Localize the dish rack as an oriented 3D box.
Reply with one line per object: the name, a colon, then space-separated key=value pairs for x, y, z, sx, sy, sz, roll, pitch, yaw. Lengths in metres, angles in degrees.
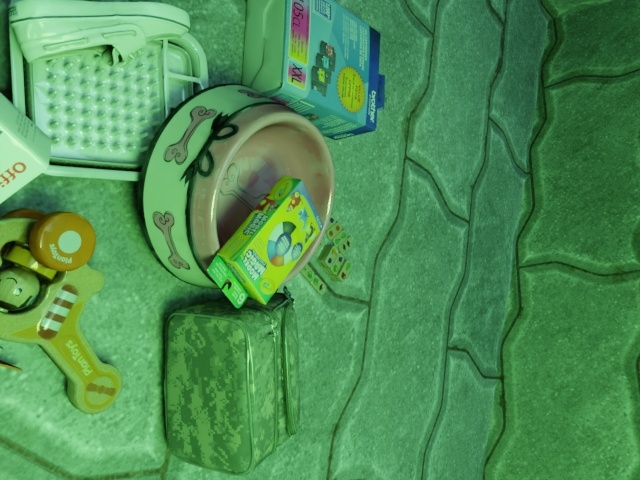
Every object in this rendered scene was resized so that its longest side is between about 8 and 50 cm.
dish rack: x=-0.349 y=-0.242 z=0.830 sx=0.332 sy=0.072 sz=0.286 roll=-3 pitch=92 yaw=-48

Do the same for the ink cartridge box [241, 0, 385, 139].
ink cartridge box: x=0.010 y=-0.415 z=1.176 sx=0.395 sy=0.151 sz=0.270 roll=8 pitch=83 yaw=-49

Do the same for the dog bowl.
dog bowl: x=-0.127 y=-0.083 z=0.930 sx=0.408 sy=0.150 sz=0.408 roll=-28 pitch=126 yaw=-45

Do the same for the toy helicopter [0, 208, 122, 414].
toy helicopter: x=-0.410 y=0.137 z=0.712 sx=0.235 sy=0.140 sz=0.355 roll=-48 pitch=132 yaw=-42

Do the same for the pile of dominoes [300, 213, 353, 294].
pile of dominoes: x=0.000 y=0.000 z=1.228 sx=0.251 sy=0.040 sz=0.196 roll=52 pitch=54 yaw=-34

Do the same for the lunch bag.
lunch bag: x=-0.145 y=0.253 z=0.950 sx=0.256 sy=0.212 sz=0.305 roll=-7 pitch=95 yaw=-64

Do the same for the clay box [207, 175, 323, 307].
clay box: x=-0.089 y=0.009 z=0.846 sx=0.222 sy=0.053 sz=0.127 roll=-55 pitch=142 yaw=-25

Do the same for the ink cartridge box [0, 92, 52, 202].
ink cartridge box: x=-0.485 y=-0.139 z=0.585 sx=0.172 sy=0.100 sz=0.237 roll=-37 pitch=130 yaw=0

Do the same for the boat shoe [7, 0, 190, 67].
boat shoe: x=-0.321 y=-0.315 z=0.747 sx=0.267 sy=0.096 sz=0.088 roll=-22 pitch=108 yaw=-44
